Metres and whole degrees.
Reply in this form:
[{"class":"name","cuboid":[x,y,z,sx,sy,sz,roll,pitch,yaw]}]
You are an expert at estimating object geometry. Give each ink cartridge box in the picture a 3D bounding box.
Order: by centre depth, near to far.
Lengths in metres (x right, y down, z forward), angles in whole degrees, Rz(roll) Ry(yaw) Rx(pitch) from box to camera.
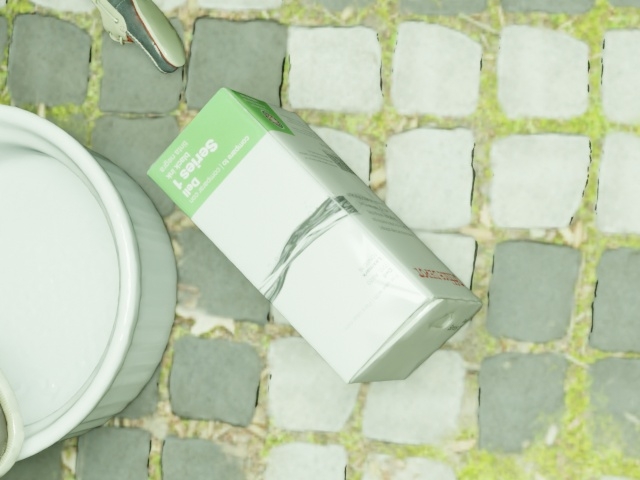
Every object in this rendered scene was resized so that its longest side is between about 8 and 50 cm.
[{"class":"ink cartridge box","cuboid":[0.000,0.000,1.244,0.092,0.160,0.219,-46,74,11]}]

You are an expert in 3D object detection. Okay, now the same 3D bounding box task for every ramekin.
[{"class":"ramekin","cuboid":[-0.247,0.037,1.333,0.277,0.135,0.277,-1,86,18]}]

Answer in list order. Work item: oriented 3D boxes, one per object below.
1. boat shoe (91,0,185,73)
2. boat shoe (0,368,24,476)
[{"class":"boat shoe","cuboid":[-0.158,-0.184,1.367,0.043,0.049,0.137,-40,73,14]},{"class":"boat shoe","cuboid":[-0.358,0.067,1.244,0.324,0.096,0.117,40,98,16]}]
